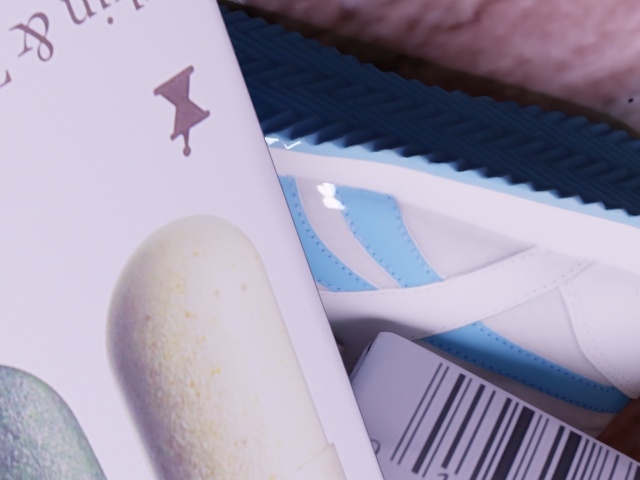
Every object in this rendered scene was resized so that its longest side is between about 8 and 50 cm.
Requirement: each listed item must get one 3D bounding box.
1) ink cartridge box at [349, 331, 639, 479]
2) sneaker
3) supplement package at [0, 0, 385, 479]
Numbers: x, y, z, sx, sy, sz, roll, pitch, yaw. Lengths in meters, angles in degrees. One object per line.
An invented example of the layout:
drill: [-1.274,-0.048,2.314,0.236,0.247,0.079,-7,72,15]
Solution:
ink cartridge box: [0.099,0.219,0.565,0.324,0.071,0.330,27,133,3]
sneaker: [0.000,0.000,0.516,0.228,0.087,0.092,17,115,-18]
supplement package: [-0.127,0.047,0.390,0.199,0.198,0.263,-36,119,-33]
